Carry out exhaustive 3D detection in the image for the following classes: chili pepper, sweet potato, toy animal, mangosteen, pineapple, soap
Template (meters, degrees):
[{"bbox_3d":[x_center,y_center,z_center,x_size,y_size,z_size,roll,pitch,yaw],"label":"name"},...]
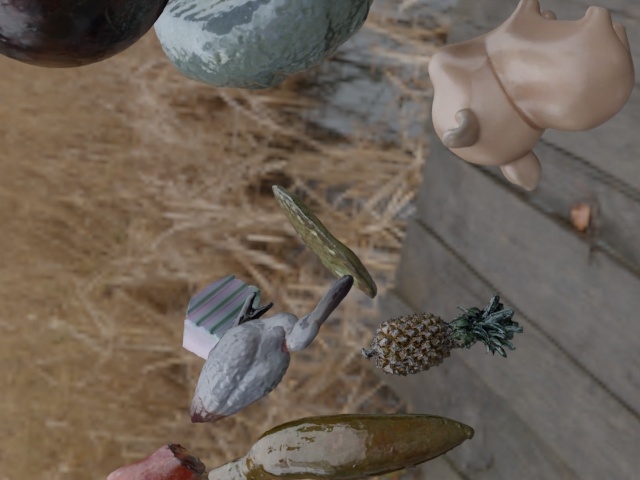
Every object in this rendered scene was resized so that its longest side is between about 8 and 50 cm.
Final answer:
[{"bbox_3d":[-0.255,0.351,1.783,0.084,0.192,0.086,53,176,42],"label":"chili pepper"},{"bbox_3d":[0.002,0.250,1.496,0.108,0.346,0.079,45,-141,-52],"label":"sweet potato"},{"bbox_3d":[-0.082,0.138,1.582,0.195,0.090,0.324,-61,14,-20],"label":"toy animal"},{"bbox_3d":[-0.266,-0.353,1.403,0.306,0.359,0.306,156,90,-84],"label":"mangosteen"},{"bbox_3d":[0.164,0.135,1.762,0.103,0.221,0.083,87,170,-62],"label":"pineapple"},{"bbox_3d":[0.318,-0.232,1.959,0.326,0.237,0.269,12,80,44],"label":"toy animal"},{"bbox_3d":[-0.152,0.118,1.976,0.149,0.100,0.056,-40,-30,-49],"label":"soap"}]

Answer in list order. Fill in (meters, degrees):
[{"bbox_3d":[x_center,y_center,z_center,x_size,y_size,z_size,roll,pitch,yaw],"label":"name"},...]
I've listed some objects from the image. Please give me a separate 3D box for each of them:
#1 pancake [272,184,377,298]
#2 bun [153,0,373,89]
[{"bbox_3d":[0.000,0.000,1.865,0.029,0.212,0.235,-42,29,-7],"label":"pancake"},{"bbox_3d":[-0.071,-0.348,1.783,0.362,0.361,0.211,-104,-12,-49],"label":"bun"}]
